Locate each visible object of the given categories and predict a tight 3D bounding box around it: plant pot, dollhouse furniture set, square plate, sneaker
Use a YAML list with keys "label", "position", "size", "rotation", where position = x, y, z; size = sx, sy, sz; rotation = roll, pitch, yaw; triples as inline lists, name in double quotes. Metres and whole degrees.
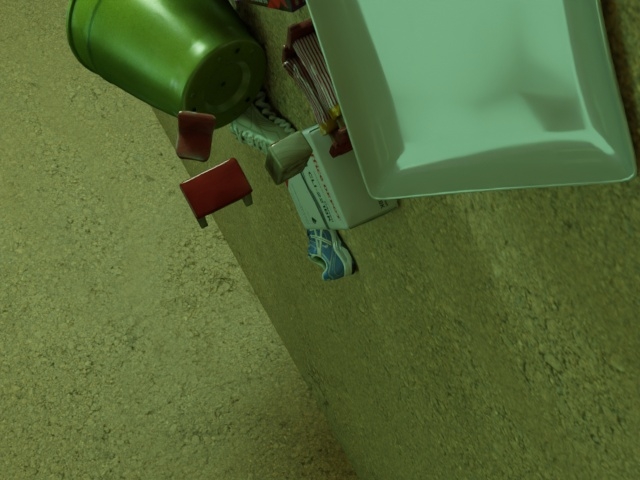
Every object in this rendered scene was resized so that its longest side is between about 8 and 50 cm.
- label: "plant pot"
  position: [-0.318, -0.436, 1.830]
  size: [0.353, 0.366, 0.366]
  rotation: [43, 156, 25]
- label: "dollhouse furniture set"
  position: [-0.076, -0.201, 1.309]
  size: [0.201, 0.374, 0.152]
  rotation: [61, 168, 5]
- label: "square plate"
  position: [0.155, -0.217, 0.904]
  size: [0.344, 0.049, 0.347]
  rotation: [-2, 117, 38]
- label: "sneaker"
  position: [-0.138, -0.249, 1.890]
  size: [0.292, 0.118, 0.110]
  rotation: [52, 158, 33]
- label: "sneaker"
  position: [0.000, 0.000, 1.895]
  size: [0.211, 0.081, 0.080]
  rotation: [59, 165, 23]

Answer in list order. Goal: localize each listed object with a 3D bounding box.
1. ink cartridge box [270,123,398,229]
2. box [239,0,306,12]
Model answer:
- label: "ink cartridge box"
  position: [0.021, -0.129, 1.571]
  size: [0.197, 0.114, 0.273]
  rotation: [67, 163, -8]
- label: "box"
  position: [-0.129, -0.551, 1.391]
  size: [0.201, 0.057, 0.293]
  rotation: [23, 141, 37]
